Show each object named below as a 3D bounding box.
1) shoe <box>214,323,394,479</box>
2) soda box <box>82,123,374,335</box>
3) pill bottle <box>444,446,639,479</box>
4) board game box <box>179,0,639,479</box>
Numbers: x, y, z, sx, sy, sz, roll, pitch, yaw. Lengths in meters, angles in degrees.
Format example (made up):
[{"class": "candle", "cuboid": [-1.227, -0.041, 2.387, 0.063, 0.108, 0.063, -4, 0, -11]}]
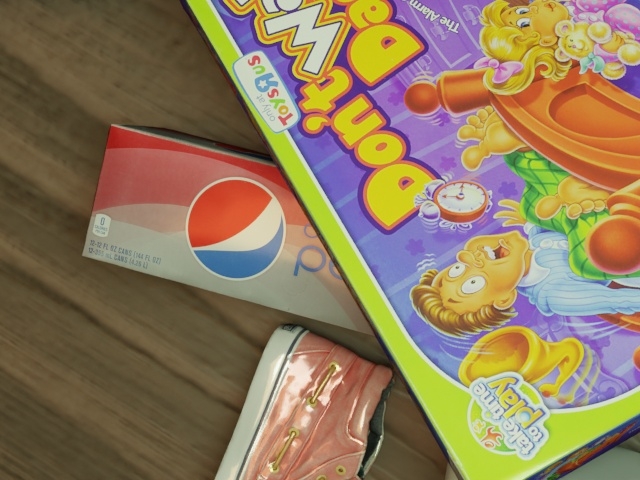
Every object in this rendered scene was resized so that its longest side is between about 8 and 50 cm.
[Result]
[{"class": "shoe", "cuboid": [-0.016, 0.146, 0.836, 0.081, 0.063, 0.178, 20, 94, 15]}, {"class": "soda box", "cuboid": [0.000, 0.000, 0.808, 0.263, 0.092, 0.083, 14, 96, 11]}, {"class": "pill bottle", "cuboid": [0.122, 0.259, 0.765, 0.162, 0.162, 0.278, 7, 95, 11]}, {"class": "board game box", "cuboid": [0.097, -0.064, 0.715, 0.233, 0.078, 0.347, -30, 71, -2]}]
